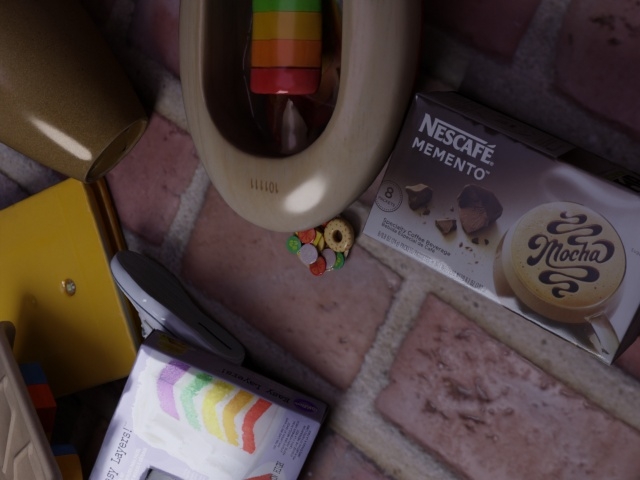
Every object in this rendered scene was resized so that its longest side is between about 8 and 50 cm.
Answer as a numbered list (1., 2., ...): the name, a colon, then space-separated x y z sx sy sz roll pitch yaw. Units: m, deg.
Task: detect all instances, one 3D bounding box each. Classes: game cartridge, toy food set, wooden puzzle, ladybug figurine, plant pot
1. game cartridge: -0.396 0.084 1.485 0.323 0.052 0.285 -19 87 33
2. toy food set: 0.000 0.000 1.261 0.083 0.020 0.083 34 112 21
3. wooden puzzle: -0.396 0.331 1.392 0.348 0.080 0.322 56 136 47
4. ladybug figurine: -0.011 -0.236 1.147 0.305 0.162 0.450 13 104 33
5. plant pot: -0.351 -0.203 1.335 0.254 0.237 0.237 42 116 2

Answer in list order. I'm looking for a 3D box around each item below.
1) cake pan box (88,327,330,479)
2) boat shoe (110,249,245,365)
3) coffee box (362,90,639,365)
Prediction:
1. cake pan box: -0.152 0.277 1.308 0.245 0.070 0.267 26 107 3
2. boat shoe: -0.202 0.109 1.354 0.226 0.083 0.076 42 114 17
3. coffee box: 0.215 -0.024 1.079 0.297 0.119 0.168 29 111 23
